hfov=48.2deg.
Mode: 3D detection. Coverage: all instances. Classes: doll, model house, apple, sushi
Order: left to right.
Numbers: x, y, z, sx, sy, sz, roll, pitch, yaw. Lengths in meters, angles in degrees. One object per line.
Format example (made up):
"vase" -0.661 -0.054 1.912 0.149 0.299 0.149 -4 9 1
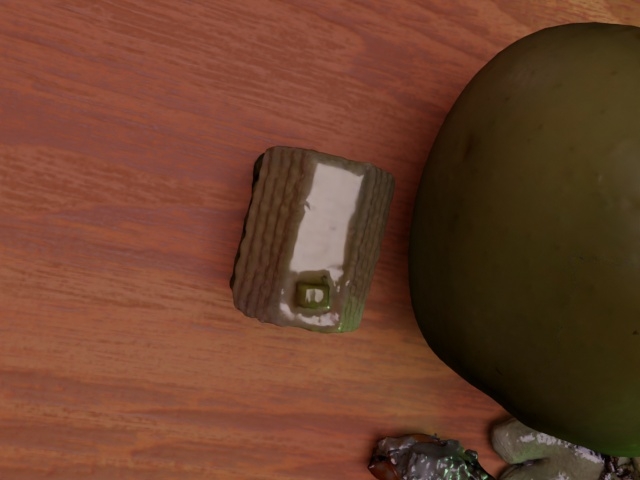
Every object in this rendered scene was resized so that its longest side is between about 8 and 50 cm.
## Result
"model house" 0.000 0.000 0.806 0.175 0.234 0.193 14 90 -13
"sushi" 0.171 0.314 0.923 0.226 0.103 0.097 36 66 -13
"doll" 0.372 0.292 0.958 0.278 0.149 0.175 -11 127 0
"apple" 0.315 0.001 0.784 0.474 0.473 0.473 0 91 -13
